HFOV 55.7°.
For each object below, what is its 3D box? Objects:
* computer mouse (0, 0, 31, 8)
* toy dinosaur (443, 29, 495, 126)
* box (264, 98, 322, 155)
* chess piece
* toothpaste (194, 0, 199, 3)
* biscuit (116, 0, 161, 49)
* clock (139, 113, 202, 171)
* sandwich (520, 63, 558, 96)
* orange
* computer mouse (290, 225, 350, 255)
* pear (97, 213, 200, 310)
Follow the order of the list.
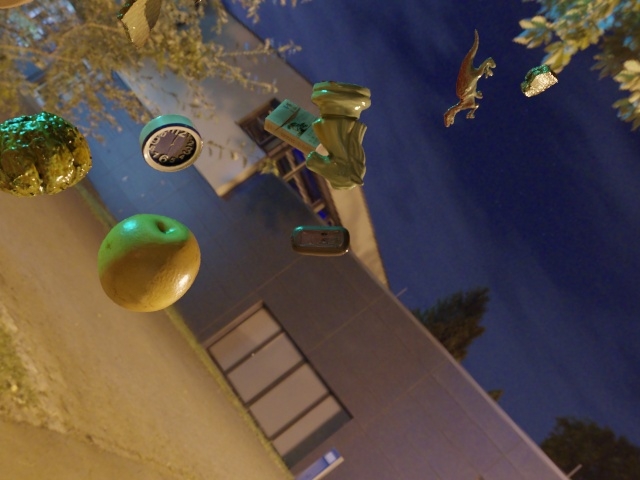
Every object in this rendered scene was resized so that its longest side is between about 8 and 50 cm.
[{"bbox_3d":[-0.780,-0.645,1.487,0.237,0.082,0.145,6,-23,38],"label":"computer mouse"},{"bbox_3d":[0.391,-0.431,1.610,0.053,0.167,0.242,59,-6,42],"label":"toy dinosaur"},{"bbox_3d":[-0.083,-0.436,2.353,0.233,0.149,0.067,32,-37,8],"label":"box"},{"bbox_3d":[0.050,-0.293,1.737,0.176,0.176,0.298,-162,-105,-76],"label":"chess piece"},{"bbox_3d":[-0.281,-0.753,1.694,0.039,0.239,0.062,26,47,-40],"label":"toothpaste"},{"bbox_3d":[-0.588,-0.748,2.004,0.036,0.187,0.273,36,-8,-3],"label":"biscuit"},{"bbox_3d":[-0.572,-0.371,2.322,0.083,0.230,0.230,62,-1,38],"label":"clock"},{"bbox_3d":[0.637,-0.471,1.789,0.093,0.105,0.035,13,53,-43],"label":"sandwich"},{"bbox_3d":[-0.819,-0.249,1.731,0.300,0.301,0.223,36,-42,58],"label":"orange"},{"bbox_3d":[0.001,0.000,2.362,0.057,0.232,0.120,59,32,-73],"label":"computer mouse"},{"bbox_3d":[-0.592,0.075,2.090,0.348,0.348,0.348,52,-8,11],"label":"pear"}]
